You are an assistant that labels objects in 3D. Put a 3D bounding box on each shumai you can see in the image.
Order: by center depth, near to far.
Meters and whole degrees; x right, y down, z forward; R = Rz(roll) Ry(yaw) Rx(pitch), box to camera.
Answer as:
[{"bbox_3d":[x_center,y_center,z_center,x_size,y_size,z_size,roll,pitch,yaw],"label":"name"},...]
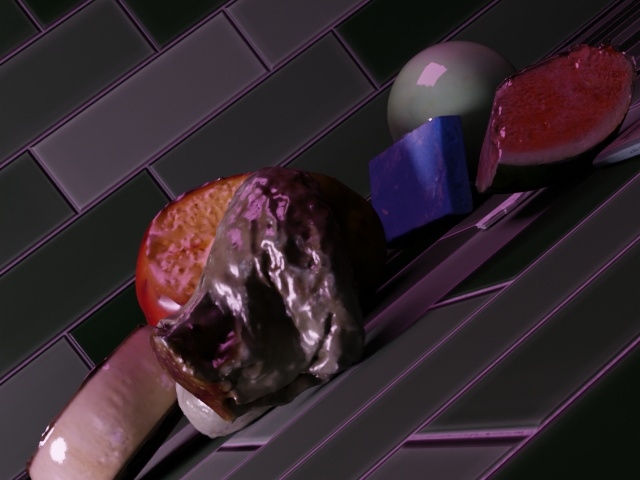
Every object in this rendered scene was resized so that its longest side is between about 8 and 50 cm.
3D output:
[{"bbox_3d":[-0.077,0.043,1.567,0.221,0.225,0.261,-12,41,-1],"label":"shumai"}]

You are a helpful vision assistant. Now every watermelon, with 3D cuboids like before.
[{"bbox_3d":[0.267,-0.110,1.669,0.231,0.128,0.146,-25,-29,-19],"label":"watermelon"}]

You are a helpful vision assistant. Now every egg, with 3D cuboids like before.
[{"bbox_3d":[0.212,-0.199,2.311,0.220,0.220,0.269,-38,4,-7],"label":"egg"}]

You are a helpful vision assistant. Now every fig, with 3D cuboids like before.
[{"bbox_3d":[-0.034,0.025,1.898,0.225,0.203,0.203,-30,6,28],"label":"fig"}]

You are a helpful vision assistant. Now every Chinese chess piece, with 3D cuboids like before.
[{"bbox_3d":[-0.249,0.224,1.832,0.257,0.104,0.257,-53,-4,-6],"label":"Chinese chess piece"}]

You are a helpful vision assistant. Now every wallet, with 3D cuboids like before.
[{"bbox_3d":[0.223,-0.040,1.772,0.083,0.011,0.044,-37,3,-4],"label":"wallet"}]

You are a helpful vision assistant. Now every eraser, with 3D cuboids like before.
[{"bbox_3d":[0.140,-0.080,2.173,0.042,0.144,0.312,-4,-8,-17],"label":"eraser"}]

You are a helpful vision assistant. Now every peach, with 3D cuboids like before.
[{"bbox_3d":[-0.094,0.032,2.091,0.338,0.281,0.281,-35,4,31],"label":"peach"}]

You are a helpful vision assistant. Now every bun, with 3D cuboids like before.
[{"bbox_3d":[-0.089,0.140,1.720,0.195,0.118,0.195,-37,6,5],"label":"bun"}]

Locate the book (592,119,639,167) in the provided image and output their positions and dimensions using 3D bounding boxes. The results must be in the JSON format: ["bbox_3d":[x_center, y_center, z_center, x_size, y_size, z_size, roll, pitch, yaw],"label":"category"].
[{"bbox_3d":[0.384,-0.152,1.437,0.215,0.025,0.282,-39,2,-6],"label":"book"}]
